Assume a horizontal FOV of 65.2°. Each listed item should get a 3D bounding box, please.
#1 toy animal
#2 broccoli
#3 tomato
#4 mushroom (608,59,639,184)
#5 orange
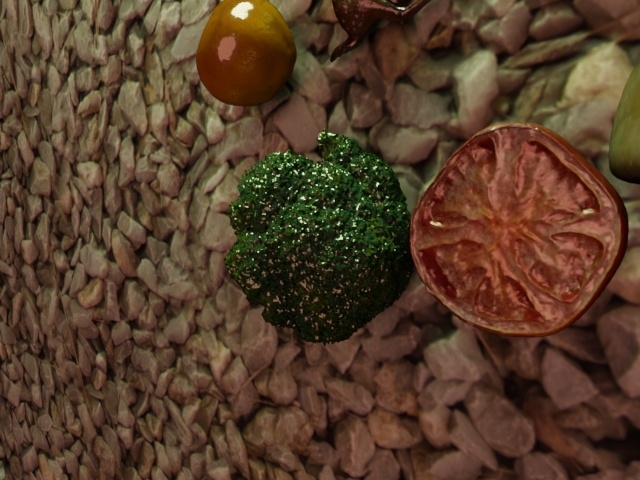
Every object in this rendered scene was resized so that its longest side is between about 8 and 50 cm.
[{"bbox_3d":[0.018,-0.378,0.662,0.259,0.087,0.244,-10,90,33],"label":"toy animal"},{"bbox_3d":[0.000,0.000,0.666,0.241,0.261,0.269,16,148,55],"label":"broccoli"},{"bbox_3d":[0.221,-0.014,0.571,0.236,0.095,0.237,9,105,37],"label":"tomato"},{"bbox_3d":[0.381,-0.135,0.364,0.291,0.217,0.212,11,100,34],"label":"mushroom"},{"bbox_3d":[-0.104,-0.271,0.727,0.136,0.159,0.159,26,117,-11],"label":"orange"}]
